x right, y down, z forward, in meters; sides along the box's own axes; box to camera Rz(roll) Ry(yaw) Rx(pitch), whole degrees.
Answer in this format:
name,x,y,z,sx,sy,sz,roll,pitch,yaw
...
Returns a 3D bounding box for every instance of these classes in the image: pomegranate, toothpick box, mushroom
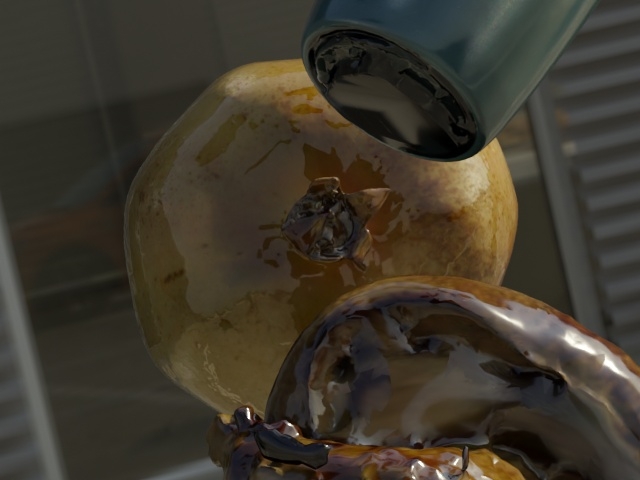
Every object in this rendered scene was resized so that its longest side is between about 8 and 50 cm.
name,x,y,z,sx,sy,sz,roll,pitch,yaw
pomegranate,0.000,0.000,1.412,0.319,0.319,0.319,-13,3,1
toothpick box,0.072,-0.129,0.865,0.120,0.120,0.184,-8,45,57
mushroom,0.067,0.149,1.038,0.283,0.263,0.195,19,-14,-28
